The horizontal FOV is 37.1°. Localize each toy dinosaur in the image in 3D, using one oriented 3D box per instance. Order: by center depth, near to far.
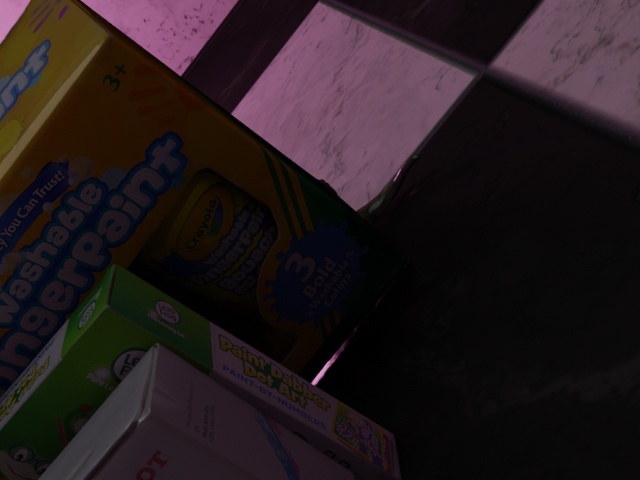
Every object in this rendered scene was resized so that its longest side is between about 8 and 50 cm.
[{"bbox_3d":[0.000,0.000,0.997,0.268,0.064,0.118,-51,35,9],"label":"toy dinosaur"}]

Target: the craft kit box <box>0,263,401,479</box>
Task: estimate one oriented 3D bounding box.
[{"bbox_3d":[-0.115,0.172,0.684,0.246,0.250,0.061,-48,23,19],"label":"craft kit box"}]

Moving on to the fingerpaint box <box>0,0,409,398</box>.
[{"bbox_3d":[-0.197,0.079,0.811,0.445,0.371,0.163,-51,42,4],"label":"fingerpaint box"}]

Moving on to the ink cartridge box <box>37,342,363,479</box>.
[{"bbox_3d":[-0.066,0.190,0.594,0.154,0.212,0.093,-50,19,13],"label":"ink cartridge box"}]
